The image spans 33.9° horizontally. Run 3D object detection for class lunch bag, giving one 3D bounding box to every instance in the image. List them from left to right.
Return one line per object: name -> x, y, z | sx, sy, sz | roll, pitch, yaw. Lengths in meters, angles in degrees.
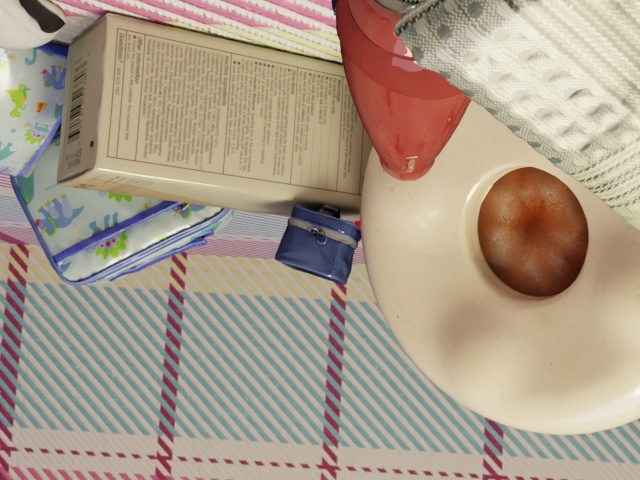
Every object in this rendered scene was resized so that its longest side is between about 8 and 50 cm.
lunch bag -> -0.318, -0.146, 1.019 | 0.128, 0.096, 0.151 | 10, 141, -45
lunch bag -> -0.210, -0.055, 1.148 | 0.219, 0.176, 0.090 | -24, 175, -2
lunch bag -> 0.000, 0.000, 0.996 | 0.067, 0.065, 0.098 | 17, 175, 9

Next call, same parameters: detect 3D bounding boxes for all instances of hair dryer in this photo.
hair dryer -> 0.116, -0.100, 0.569 | 0.223, 0.080, 0.293 | 25, 149, -29

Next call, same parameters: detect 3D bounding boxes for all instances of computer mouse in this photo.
computer mouse -> -0.272, -0.188, 0.844 | 0.106, 0.042, 0.193 | 0, 172, 20

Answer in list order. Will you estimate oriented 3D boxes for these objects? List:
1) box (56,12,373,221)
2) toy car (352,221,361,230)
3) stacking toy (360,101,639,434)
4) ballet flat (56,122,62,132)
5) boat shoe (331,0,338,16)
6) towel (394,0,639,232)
box -> -0.082, -0.106, 1.013 | 0.311, 0.148, 0.121 | 9, 171, -29
toy car -> 0.014, -0.058, 1.385 | 0.159, 0.136, 0.182 | 0, 172, 29
stacking toy -> 0.301, -0.032, 1.037 | 0.350, 0.351, 0.479 | -3, -174, 40
ballet flat -> -0.313, -0.137, 1.205 | 0.213, 0.072, 0.068 | 12, -161, -39
boat shoe -> 0.086, -0.166, 0.662 | 0.109, 0.089, 0.258 | 7, 172, -29
towel -> 0.252, -0.104, 0.493 | 0.312, 0.056, 0.324 | -35, 131, 30
